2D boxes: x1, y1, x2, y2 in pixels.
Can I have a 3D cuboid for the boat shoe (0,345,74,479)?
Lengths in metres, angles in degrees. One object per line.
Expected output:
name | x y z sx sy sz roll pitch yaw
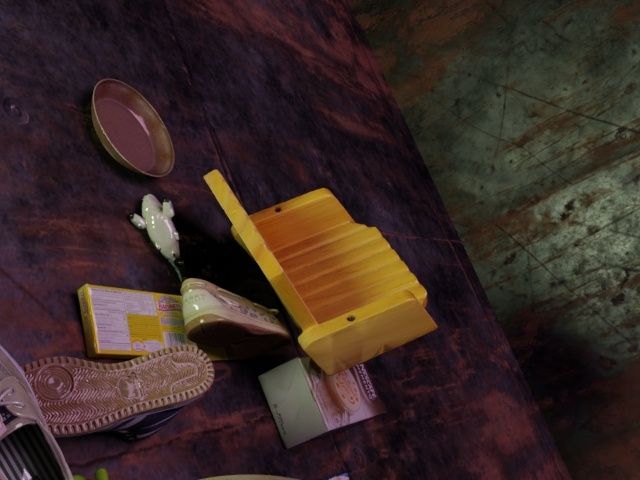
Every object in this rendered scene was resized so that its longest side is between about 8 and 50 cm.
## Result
boat shoe | -0.339 0.204 0.942 0.109 0.094 0.302 -32 84 -38

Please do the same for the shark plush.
shark plush | -0.257 -0.008 1.476 0.161 0.073 0.067 54 -7 -4

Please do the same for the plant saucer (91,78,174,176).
plant saucer | -0.339 -0.192 1.535 0.198 0.036 0.199 45 27 -31

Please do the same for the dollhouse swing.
dollhouse swing | 0.000 0.000 1.547 0.347 0.315 0.305 -126 -160 -44

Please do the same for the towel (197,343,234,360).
towel | -0.197 0.154 1.448 0.237 0.021 0.102 10 54 -61

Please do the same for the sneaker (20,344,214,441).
sneaker | -0.291 0.212 1.121 0.282 0.153 0.099 -5 66 -32

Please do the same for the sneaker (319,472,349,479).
sneaker | 0.020 0.446 1.522 0.135 0.052 0.058 12 57 -60

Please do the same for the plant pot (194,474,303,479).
plant pot | -0.087 0.455 0.922 0.323 0.323 0.280 42 25 -36

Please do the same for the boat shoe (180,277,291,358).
boat shoe | -0.133 0.130 1.432 0.285 0.104 0.089 39 28 -63

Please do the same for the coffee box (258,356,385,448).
coffee box | 0.008 0.289 1.612 0.246 0.098 0.141 5 59 -63

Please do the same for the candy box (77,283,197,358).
candy box | -0.269 0.127 1.296 0.206 0.027 0.105 14 54 -53

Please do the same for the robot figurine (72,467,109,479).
robot figurine | -0.272 0.319 1.014 0.115 0.101 0.067 24 21 5

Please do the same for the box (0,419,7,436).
box | -0.461 0.125 0.788 0.300 0.142 0.154 56 24 -10
